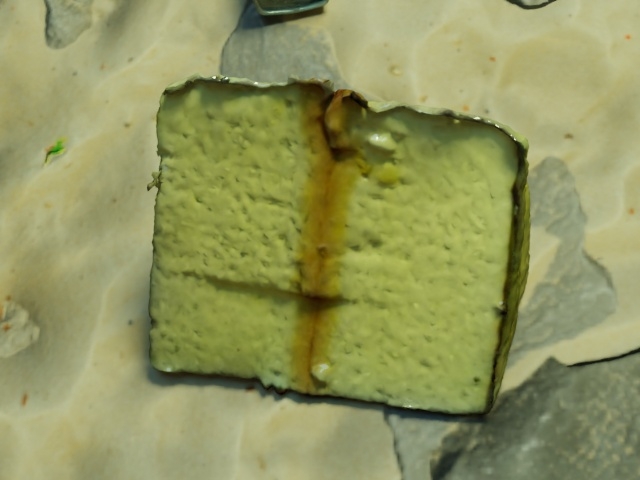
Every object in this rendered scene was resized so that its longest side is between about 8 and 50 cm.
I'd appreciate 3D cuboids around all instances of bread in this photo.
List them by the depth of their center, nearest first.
[{"bbox_3d":[0.000,0.000,0.743,0.240,0.178,0.135,8,59,14],"label":"bread"}]

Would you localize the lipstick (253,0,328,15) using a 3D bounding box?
[{"bbox_3d":[-0.038,-0.296,0.997,0.077,0.079,0.253,-10,58,1],"label":"lipstick"}]
